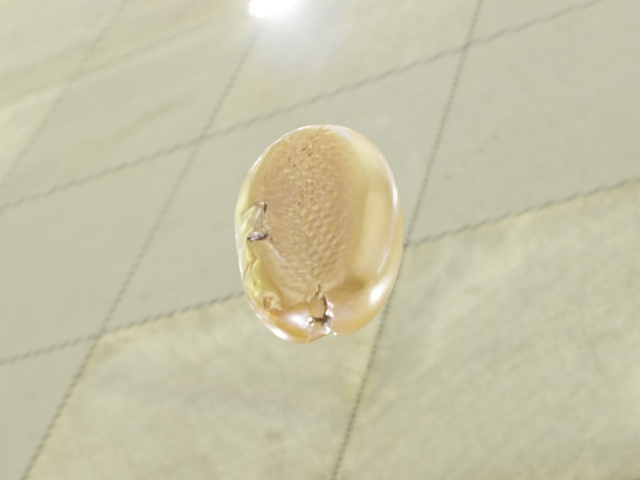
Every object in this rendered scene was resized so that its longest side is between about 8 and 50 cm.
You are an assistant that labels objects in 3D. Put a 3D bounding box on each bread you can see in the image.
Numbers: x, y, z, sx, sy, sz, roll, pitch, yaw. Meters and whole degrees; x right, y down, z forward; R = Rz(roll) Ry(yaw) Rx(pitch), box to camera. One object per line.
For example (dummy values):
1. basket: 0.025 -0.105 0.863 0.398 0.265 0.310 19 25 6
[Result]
1. bread: 0.000 0.000 1.000 0.114 0.077 0.189 -9 46 6
